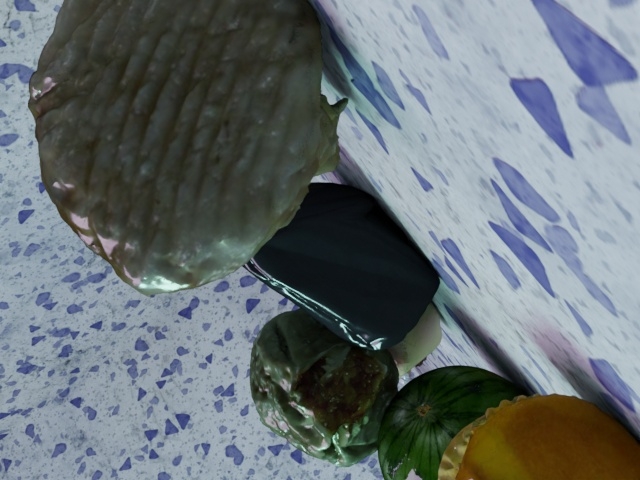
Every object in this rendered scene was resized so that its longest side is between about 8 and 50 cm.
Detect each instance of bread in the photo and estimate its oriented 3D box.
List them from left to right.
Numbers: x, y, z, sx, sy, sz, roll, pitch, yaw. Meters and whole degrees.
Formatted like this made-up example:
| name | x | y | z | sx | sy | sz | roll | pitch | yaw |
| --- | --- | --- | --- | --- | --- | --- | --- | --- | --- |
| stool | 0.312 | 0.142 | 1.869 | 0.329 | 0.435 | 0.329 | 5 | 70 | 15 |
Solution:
| name | x | y | z | sx | sy | sz | roll | pitch | yaw |
| --- | --- | --- | --- | --- | --- | --- | --- | --- | --- |
| bread | 0.234 | 0.277 | 0.787 | 0.288 | 0.204 | 0.156 | 55 | -178 | 12 |

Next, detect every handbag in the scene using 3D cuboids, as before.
| name | x | y | z | sx | sy | sz | roll | pitch | yaw |
| --- | --- | --- | --- | --- | --- | --- | --- | --- | --- |
| handbag | 0.003 | -0.002 | 1.219 | 0.275 | 0.178 | 0.302 | 36 | -178 | -17 |

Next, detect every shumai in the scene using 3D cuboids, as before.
| name | x | y | z | sx | sy | sz | roll | pitch | yaw |
| --- | --- | --- | --- | --- | --- | --- | --- | --- | --- |
| shumai | -0.109 | -0.090 | 0.811 | 0.262 | 0.267 | 0.314 | 56 | -144 | -75 |
| shumai | 0.010 | 0.179 | 1.258 | 0.261 | 0.225 | 0.222 | 52 | 154 | 34 |

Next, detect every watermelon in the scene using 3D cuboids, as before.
| name | x | y | z | sx | sy | sz | roll | pitch | yaw |
| --- | --- | --- | --- | --- | --- | --- | --- | --- | --- |
| watermelon | 0.198 | 0.290 | 1.175 | 0.242 | 0.242 | 0.242 | 51 | 177 | 4 |

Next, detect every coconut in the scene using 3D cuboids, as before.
| name | x | y | z | sx | sy | sz | roll | pitch | yaw |
| --- | --- | --- | --- | --- | --- | --- | --- | --- | --- |
| coconut | 0.125 | 0.142 | 1.424 | 0.147 | 0.152 | 0.147 | 25 | 133 | 30 |

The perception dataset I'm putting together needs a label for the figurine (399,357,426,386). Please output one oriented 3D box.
| name | x | y | z | sx | sy | sz | roll | pitch | yaw |
| --- | --- | --- | --- | --- | --- | --- | --- | --- | --- |
| figurine | 0.188 | 0.253 | 2.034 | 0.175 | 0.115 | 0.240 | 53 | -177 | 11 |
